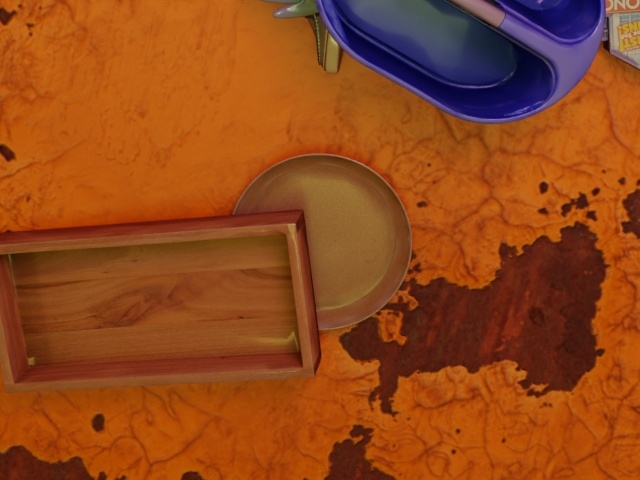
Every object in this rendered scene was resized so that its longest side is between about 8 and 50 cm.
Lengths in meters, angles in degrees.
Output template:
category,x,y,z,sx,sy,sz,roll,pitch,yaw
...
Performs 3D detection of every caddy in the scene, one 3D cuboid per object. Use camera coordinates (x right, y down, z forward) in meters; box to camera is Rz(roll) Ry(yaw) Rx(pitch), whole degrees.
category,x,y,z,sx,sy,sz,roll,pitch,yaw
caddy,0.151,-0.280,1.594,0.341,0.179,0.241,28,103,-11

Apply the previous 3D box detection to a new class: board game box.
category,x,y,z,sx,sy,sz,roll,pitch,yaw
board game box,0.347,-0.291,1.719,0.194,0.060,0.194,-5,105,4

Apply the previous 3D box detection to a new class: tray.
category,x,y,z,sx,sy,sz,roll,pitch,yaw
tray,-0.215,0.079,1.822,0.411,0.076,0.203,-4,107,11

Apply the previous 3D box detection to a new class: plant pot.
category,x,y,z,sx,sy,sz,roll,pitch,yaw
plant pot,0.000,0.000,1.833,0.236,0.032,0.236,1,106,3

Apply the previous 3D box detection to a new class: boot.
category,x,y,z,sx,sy,sz,roll,pitch,yaw
boot,-0.012,-0.300,1.732,0.086,0.069,0.190,3,97,6

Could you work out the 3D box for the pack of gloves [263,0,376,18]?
category,x,y,z,sx,sy,sz,roll,pitch,yaw
pack of gloves,0.026,-0.364,1.676,0.232,0.046,0.195,-4,109,-2
